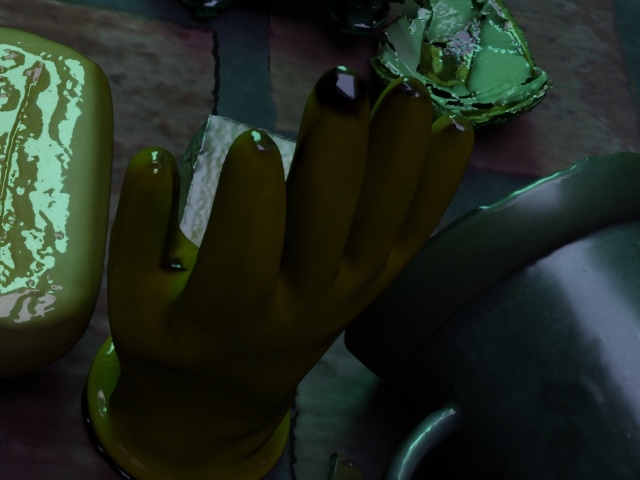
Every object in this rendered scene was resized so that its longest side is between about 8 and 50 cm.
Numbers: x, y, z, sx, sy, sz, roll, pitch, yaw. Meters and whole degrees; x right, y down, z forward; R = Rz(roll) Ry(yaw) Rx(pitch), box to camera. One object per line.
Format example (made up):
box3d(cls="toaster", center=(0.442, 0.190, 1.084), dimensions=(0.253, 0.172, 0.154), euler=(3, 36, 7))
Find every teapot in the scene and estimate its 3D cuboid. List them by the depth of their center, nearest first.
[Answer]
box3d(cls="teapot", center=(0.155, 0.150, 0.765), dimensions=(0.270, 0.200, 0.337), euler=(-18, 66, -30))

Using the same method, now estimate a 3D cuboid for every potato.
box3d(cls="potato", center=(0.013, 0.152, 0.799), dimensions=(0.037, 0.036, 0.093), euler=(24, 48, -1))

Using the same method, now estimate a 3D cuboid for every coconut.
box3d(cls="coconut", center=(0.097, -0.125, 1.031), dimensions=(0.133, 0.055, 0.158), euler=(34, 48, 6))

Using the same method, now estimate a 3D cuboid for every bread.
box3d(cls="bread", center=(-0.188, -0.019, 0.798), dimensions=(0.147, 0.098, 0.217), euler=(9, 53, -9))

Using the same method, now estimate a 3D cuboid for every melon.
box3d(cls="melon", center=(-0.002, -0.007, 0.905), dimensions=(0.182, 0.054, 0.098), euler=(12, 56, -17))

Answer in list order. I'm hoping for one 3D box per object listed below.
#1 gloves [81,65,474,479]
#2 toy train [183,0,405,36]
box3d(cls="gloves", center=(-0.025, 0.014, 0.716), dimensions=(0.133, 0.294, 0.116), euler=(-25, 69, -35))
box3d(cls="toy train", center=(-0.020, -0.217, 1.020), dimensions=(0.200, 0.083, 0.132), euler=(7, 53, -9))
